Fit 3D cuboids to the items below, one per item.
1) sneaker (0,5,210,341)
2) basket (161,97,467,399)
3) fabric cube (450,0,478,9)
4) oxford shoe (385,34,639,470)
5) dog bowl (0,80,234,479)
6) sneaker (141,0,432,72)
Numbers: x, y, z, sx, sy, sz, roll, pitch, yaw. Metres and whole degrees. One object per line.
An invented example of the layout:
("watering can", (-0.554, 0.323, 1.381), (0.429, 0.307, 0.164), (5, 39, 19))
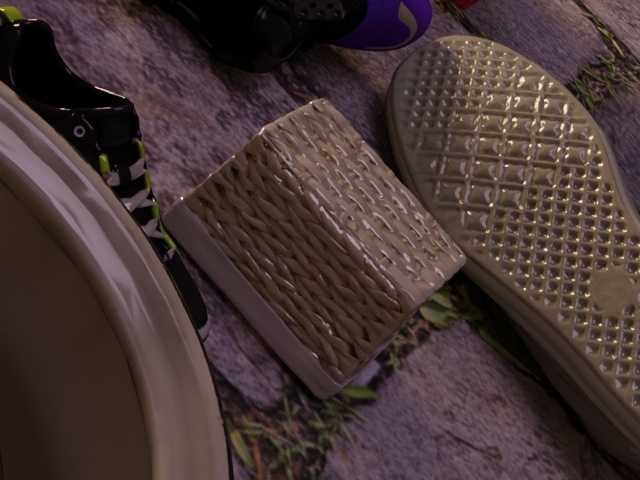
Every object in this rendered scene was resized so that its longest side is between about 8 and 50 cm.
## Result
("sneaker", (-0.138, -0.037, 0.860), (0.234, 0.097, 0.084), (50, 33, 6))
("basket", (0.000, 0.000, 0.972), (0.167, 0.103, 0.113), (48, 32, 4))
("fabric cube", (0.134, -0.432, 1.399), (0.258, 0.259, 0.254), (35, 30, -41))
("oxford shoe", (0.195, 0.017, 1.168), (0.449, 0.169, 0.130), (54, -9, 26))
("dog bowl", (-0.240, 0.072, 0.582), (0.408, 0.150, 0.408), (29, 37, -25))
("sneaker", (-0.033, -0.183, 1.149), (0.293, 0.102, 0.146), (16, 47, -31))
